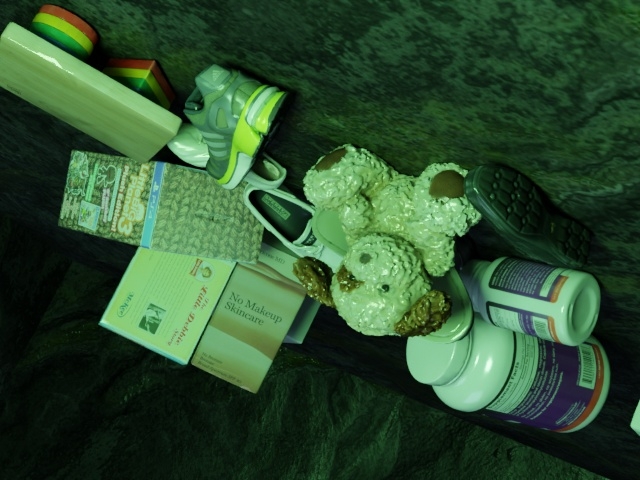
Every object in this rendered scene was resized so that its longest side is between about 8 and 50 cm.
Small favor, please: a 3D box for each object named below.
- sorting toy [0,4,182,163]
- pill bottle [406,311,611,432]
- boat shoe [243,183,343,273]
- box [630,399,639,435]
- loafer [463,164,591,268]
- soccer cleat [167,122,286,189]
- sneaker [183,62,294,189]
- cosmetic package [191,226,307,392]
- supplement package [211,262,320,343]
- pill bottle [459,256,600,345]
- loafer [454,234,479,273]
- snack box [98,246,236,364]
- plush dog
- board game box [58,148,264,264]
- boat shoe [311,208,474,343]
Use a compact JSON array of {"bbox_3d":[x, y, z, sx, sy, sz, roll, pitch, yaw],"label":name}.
[{"bbox_3d":[-0.328,-0.230,1.401,0.257,0.089,0.255,30,166,-16],"label":"sorting toy"},{"bbox_3d":[0.304,0.202,1.580,0.323,0.181,0.181,17,172,-29],"label":"pill bottle"},{"bbox_3d":[-0.021,-0.009,1.594,0.258,0.095,0.084,32,-168,-4],"label":"boat shoe"},{"bbox_3d":[0.553,0.231,1.377,0.119,0.182,0.181,15,163,42],"label":"box"},{"bbox_3d":[0.244,-0.024,1.189,0.223,0.076,0.078,30,158,-35],"label":"loafer"},{"bbox_3d":[-0.142,-0.135,1.495,0.196,0.068,0.076,23,163,-20],"label":"soccer cleat"},{"bbox_3d":[-0.123,-0.161,1.312,0.121,0.111,0.300,36,160,-3],"label":"sneaker"},{"bbox_3d":[-0.121,0.127,1.889,0.153,0.296,0.129,24,-162,-2],"label":"cosmetic package"},{"bbox_3d":[-0.127,0.112,2.140,0.177,0.175,0.293,31,165,-17],"label":"supplement package"},{"bbox_3d":[0.301,0.082,1.422,0.193,0.108,0.108,13,162,42],"label":"pill bottle"},{"bbox_3d":[0.204,0.030,1.493,0.062,0.061,0.170,17,164,34],"label":"loafer"},{"bbox_3d":[-0.279,0.061,1.908,0.187,0.322,0.060,28,166,-11],"label":"snack box"},{"bbox_3d":[0.095,0.020,1.298,0.262,0.225,0.210,16,163,33],"label":"plush dog"},{"bbox_3d":[-0.274,-0.060,1.689,0.232,0.141,0.291,10,-179,-45],"label":"board game box"},{"bbox_3d":[0.123,0.049,1.468,0.340,0.127,0.113,36,-177,40],"label":"boat shoe"}]
